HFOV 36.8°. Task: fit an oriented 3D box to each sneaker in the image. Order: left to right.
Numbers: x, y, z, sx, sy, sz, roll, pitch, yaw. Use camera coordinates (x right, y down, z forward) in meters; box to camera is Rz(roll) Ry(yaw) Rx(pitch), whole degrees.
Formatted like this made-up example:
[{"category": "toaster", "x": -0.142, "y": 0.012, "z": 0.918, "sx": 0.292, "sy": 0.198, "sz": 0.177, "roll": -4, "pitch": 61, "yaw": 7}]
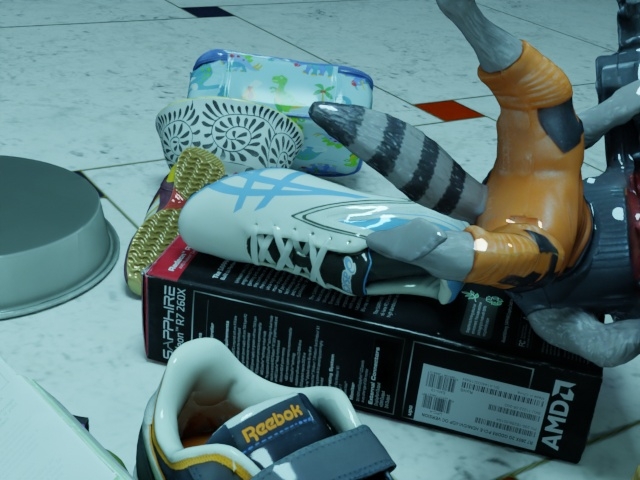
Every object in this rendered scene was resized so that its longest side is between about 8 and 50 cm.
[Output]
[{"category": "sneaker", "x": -0.149, "y": -0.006, "z": 0.964, "sx": 0.069, "sy": 0.084, "sz": 0.185, "roll": 29, "pitch": 50, "yaw": -8}, {"category": "sneaker", "x": -0.006, "y": 0.172, "z": 0.552, "sx": 0.126, "sy": 0.127, "sz": 0.321, "roll": -17, "pitch": 36, "yaw": -41}, {"category": "sneaker", "x": 0.000, "y": 0.000, "z": 0.748, "sx": 0.237, "sy": 0.085, "sz": 0.086, "roll": 6, "pitch": 37, "yaw": 8}]

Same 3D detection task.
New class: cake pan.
[{"category": "cake pan", "x": -0.345, "y": -0.015, "z": 0.940, "sx": 0.293, "sy": 0.054, "sz": 0.293, "roll": 5, "pitch": 26, "yaw": -2}]

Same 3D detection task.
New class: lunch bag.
[{"category": "lunch bag", "x": -0.051, "y": -0.144, "z": 1.149, "sx": 0.219, "sy": 0.176, "sz": 0.090, "roll": 5, "pitch": 68, "yaw": 0}]

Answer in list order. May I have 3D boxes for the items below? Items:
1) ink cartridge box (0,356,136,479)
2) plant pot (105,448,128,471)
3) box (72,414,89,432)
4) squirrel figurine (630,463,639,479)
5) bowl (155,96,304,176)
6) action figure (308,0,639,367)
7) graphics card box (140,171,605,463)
[{"category": "ink cartridge box", "x": -0.215, "y": 0.145, "z": 0.534, "sx": 0.171, "sy": 0.056, "sz": 0.235, "roll": -48, "pitch": 48, "yaw": -14}, {"category": "plant pot", "x": -0.141, "y": 0.167, "z": 0.595, "sx": 0.083, "sy": 0.083, "sz": 0.079, "roll": -1, "pitch": 14, "yaw": -14}, {"category": "box", "x": -0.236, "y": 0.161, "z": 0.629, "sx": 0.116, "sy": 0.029, "sz": 0.162, "roll": 9, "pitch": 27, "yaw": 6}, {"category": "squirrel figurine", "x": 0.449, "y": 0.200, "z": 0.512, "sx": 0.370, "sy": 0.281, "sz": 0.397, "roll": 8, "pitch": 38, "yaw": -22}, {"category": "bowl", "x": -0.106, "y": -0.086, "z": 1.077, "sx": 0.170, "sy": 0.170, "sz": 0.080, "roll": 6, "pitch": 70, "yaw": 0}, {"category": "action figure", "x": 0.157, "y": -0.056, "z": 0.686, "sx": 0.178, "sy": 0.330, "sz": 0.341, "roll": -11, "pitch": 59, "yaw": 32}, {"category": "graphics card box", "x": 0.058, "y": 0.051, "z": 0.847, "sx": 0.370, "sy": 0.094, "sz": 0.233, "roll": 11, "pitch": 27, "yaw": 11}]
